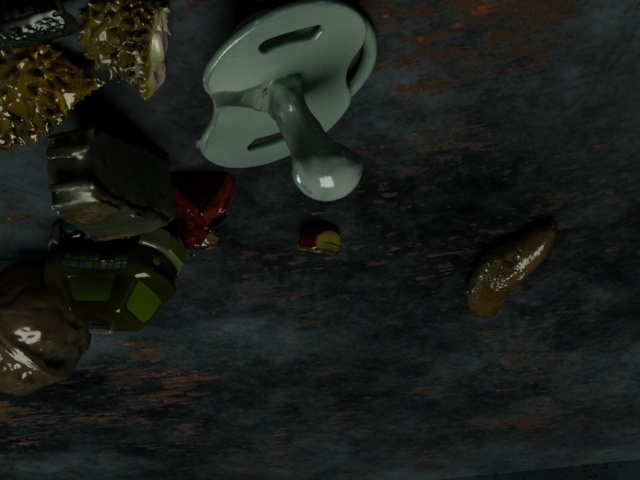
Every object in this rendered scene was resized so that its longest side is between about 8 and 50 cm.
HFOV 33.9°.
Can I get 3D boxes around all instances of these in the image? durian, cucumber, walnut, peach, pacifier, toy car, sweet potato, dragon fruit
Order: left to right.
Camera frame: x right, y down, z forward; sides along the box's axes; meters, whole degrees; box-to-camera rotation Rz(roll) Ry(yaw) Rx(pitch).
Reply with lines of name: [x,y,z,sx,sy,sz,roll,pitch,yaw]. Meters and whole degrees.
durian: [-0.490,-0.181,1.526,0.341,0.112,0.191,-24,145,34]
cucumber: [-0.442,-0.283,1.390,0.241,0.074,0.074,-10,149,13]
walnut: [-0.571,0.168,2.013,0.273,0.227,0.273,-5,153,-3]
toy car: [-0.381,0.074,1.882,0.248,0.198,0.204,1,153,17]
durian: [-0.263,-0.248,1.461,0.140,0.078,0.224,-5,149,3]
dragon fruit: [-0.223,-0.033,1.828,0.123,0.092,0.192,6,149,-15]
pacifier: [-0.018,-0.174,1.445,0.288,0.269,0.343,-22,158,-17]
peach: [0.000,0.000,1.947,0.083,0.050,0.077,11,172,-5]
sweet potato: [0.353,0.067,2.065,0.114,0.092,0.341,-18,157,-25]

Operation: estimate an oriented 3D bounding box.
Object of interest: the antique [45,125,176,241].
antique: [-0.335,-0.087,1.612,0.150,0.125,0.284,-10,170,9]
